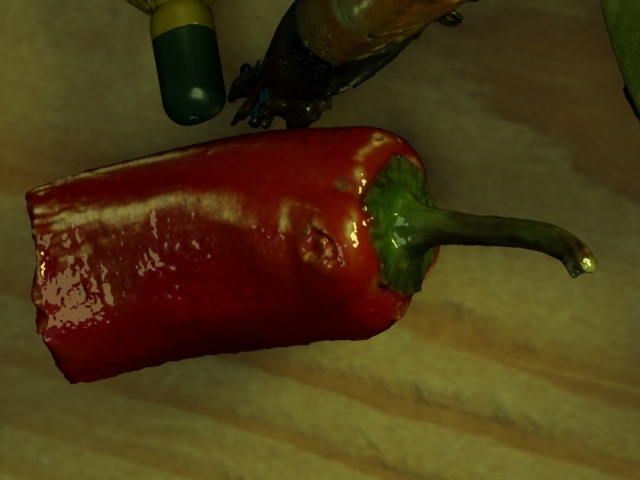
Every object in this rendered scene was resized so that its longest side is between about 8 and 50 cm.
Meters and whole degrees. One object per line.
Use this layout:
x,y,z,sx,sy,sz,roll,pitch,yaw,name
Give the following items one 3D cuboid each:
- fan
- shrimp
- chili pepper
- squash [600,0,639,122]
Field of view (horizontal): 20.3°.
-0.085,-0.142,1.061,0.082,0.039,0.155,-20,70,24,fan
0.067,-0.132,1.011,0.290,0.222,0.054,-29,81,55,shrimp
0.000,-0.004,1.051,0.338,0.131,0.135,-11,79,19,chili pepper
0.259,-0.113,0.958,0.192,0.085,0.184,-35,114,-20,squash
